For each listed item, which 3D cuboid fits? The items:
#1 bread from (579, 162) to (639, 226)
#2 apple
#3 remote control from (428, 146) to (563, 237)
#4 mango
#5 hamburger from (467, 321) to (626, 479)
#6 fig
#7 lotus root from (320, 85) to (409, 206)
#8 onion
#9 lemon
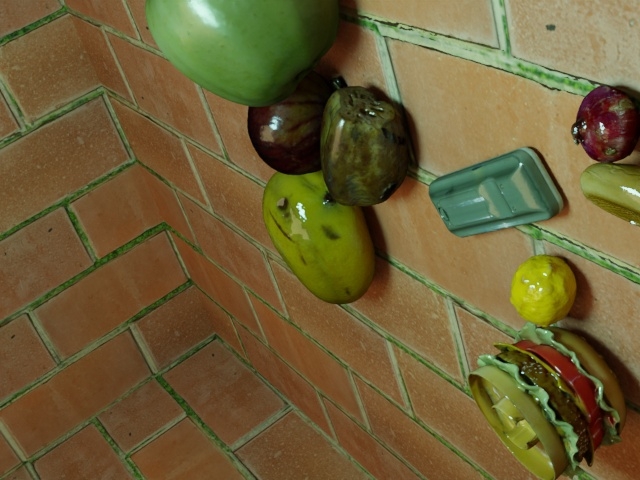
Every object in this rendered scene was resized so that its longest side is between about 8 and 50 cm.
[{"bbox_3d":[0.449,-0.063,1.275,0.189,0.077,0.114,27,167,45],"label":"bread"},{"bbox_3d":[-0.136,-0.434,1.708,0.357,0.357,0.357,46,158,26],"label":"apple"},{"bbox_3d":[0.298,-0.076,1.634,0.128,0.066,0.335,61,159,-5],"label":"remote control"},{"bbox_3d":[0.000,0.000,2.212,0.301,0.221,0.445,40,157,33],"label":"mango"},{"bbox_3d":[0.425,0.281,1.666,0.274,0.212,0.274,53,168,17],"label":"hamburger"},{"bbox_3d":[-0.049,-0.252,1.950,0.215,0.235,0.235,17,147,12],"label":"fig"},{"bbox_3d":[0.088,-0.174,1.837,0.193,0.193,0.291,46,155,27],"label":"lotus root"},{"bbox_3d":[0.391,-0.157,1.259,0.107,0.097,0.107,163,90,-81],"label":"onion"},{"bbox_3d":[0.389,0.090,1.604,0.114,0.114,0.155,44,156,31],"label":"lemon"}]
